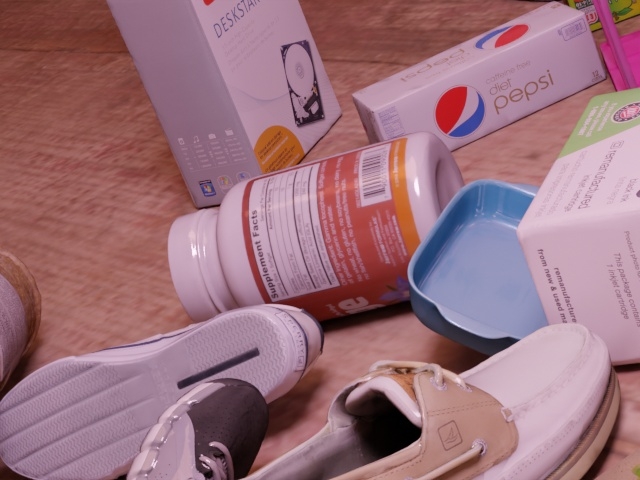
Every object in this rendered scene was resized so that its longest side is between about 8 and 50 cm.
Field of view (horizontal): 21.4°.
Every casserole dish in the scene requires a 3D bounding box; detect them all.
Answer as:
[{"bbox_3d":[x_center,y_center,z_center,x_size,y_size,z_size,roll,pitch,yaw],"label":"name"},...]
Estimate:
[{"bbox_3d":[0.126,0.023,1.166,0.114,0.037,0.188,23,36,12],"label":"casserole dish"}]

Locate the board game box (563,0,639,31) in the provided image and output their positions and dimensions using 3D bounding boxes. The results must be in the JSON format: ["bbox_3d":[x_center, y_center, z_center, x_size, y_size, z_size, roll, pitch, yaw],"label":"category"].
[{"bbox_3d":[0.330,-0.265,1.681,0.181,0.043,0.092,-19,22,8],"label":"board game box"}]

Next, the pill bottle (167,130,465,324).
[{"bbox_3d":[0.000,0.000,1.282,0.216,0.121,0.121,-14,23,20],"label":"pill bottle"}]

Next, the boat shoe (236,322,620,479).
[{"bbox_3d":[0.060,0.119,0.960,0.302,0.103,0.113,-36,17,-36],"label":"boat shoe"}]

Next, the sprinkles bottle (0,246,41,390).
[{"bbox_3d":[-0.289,0.082,1.274,0.121,0.121,0.355,-22,9,1],"label":"sprinkles bottle"}]

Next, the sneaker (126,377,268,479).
[{"bbox_3d":[-0.067,0.179,1.006,0.132,0.086,0.229,5,44,41],"label":"sneaker"}]

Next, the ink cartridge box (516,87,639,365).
[{"bbox_3d":[0.289,-0.027,1.071,0.272,0.115,0.198,-9,25,30],"label":"ink cartridge box"}]

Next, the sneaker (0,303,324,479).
[{"bbox_3d":[-0.111,0.112,1.203,0.258,0.094,0.091,-18,-8,23],"label":"sneaker"}]

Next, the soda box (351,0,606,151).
[{"bbox_3d":[0.144,-0.140,1.539,0.216,0.069,0.074,-25,22,-7],"label":"soda box"}]

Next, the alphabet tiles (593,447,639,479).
[{"bbox_3d":[0.170,0.196,0.816,0.342,0.011,0.285,-31,24,-20],"label":"alphabet tiles"}]

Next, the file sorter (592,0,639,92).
[{"bbox_3d":[0.320,-0.214,1.386,0.202,0.182,0.291,-19,22,10],"label":"file sorter"}]

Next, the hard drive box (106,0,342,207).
[{"bbox_3d":[-0.089,-0.177,1.628,0.089,0.232,0.181,-9,26,32],"label":"hard drive box"}]
